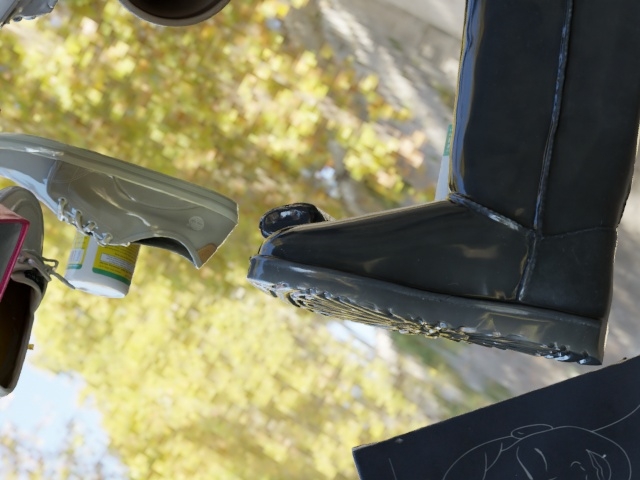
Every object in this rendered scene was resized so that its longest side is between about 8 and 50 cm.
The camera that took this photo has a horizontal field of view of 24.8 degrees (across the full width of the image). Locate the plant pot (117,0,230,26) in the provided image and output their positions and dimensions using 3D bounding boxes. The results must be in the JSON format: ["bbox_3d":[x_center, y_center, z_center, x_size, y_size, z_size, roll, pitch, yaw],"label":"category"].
[{"bbox_3d":[-0.286,-0.518,2.672,0.263,0.263,0.229,-60,17,-3],"label":"plant pot"}]

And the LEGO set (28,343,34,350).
[{"bbox_3d":[-0.585,0.187,2.576,0.287,0.132,0.107,-62,13,-22],"label":"LEGO set"}]

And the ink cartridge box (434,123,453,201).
[{"bbox_3d":[0.240,-0.046,2.055,0.153,0.087,0.208,19,-102,-38],"label":"ink cartridge box"}]

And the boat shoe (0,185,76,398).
[{"bbox_3d":[-0.426,0.064,2.045,0.136,0.156,0.367,47,-140,-37],"label":"boat shoe"}]

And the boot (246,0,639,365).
[{"bbox_3d":[0.146,-0.126,1.469,0.146,0.367,0.445,112,170,-80],"label":"boot"}]

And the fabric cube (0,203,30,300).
[{"bbox_3d":[-0.568,0.029,1.798,0.259,0.258,0.254,-4,-58,-61],"label":"fabric cube"}]

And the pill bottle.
[{"bbox_3d":[-0.368,-0.014,2.551,0.117,0.117,0.208,73,-151,-73],"label":"pill bottle"}]

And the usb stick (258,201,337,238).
[{"bbox_3d":[0.000,0.000,1.715,0.278,0.077,0.045,29,-123,-72],"label":"usb stick"}]

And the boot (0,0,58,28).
[{"bbox_3d":[-0.467,-0.335,2.160,0.258,0.095,0.123,-37,-22,35],"label":"boot"}]

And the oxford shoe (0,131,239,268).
[{"bbox_3d":[-0.352,-0.064,2.276,0.169,0.449,0.130,117,171,-82],"label":"oxford shoe"}]

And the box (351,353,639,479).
[{"bbox_3d":[0.347,0.488,2.168,0.471,0.480,0.297,-18,-26,0],"label":"box"}]
